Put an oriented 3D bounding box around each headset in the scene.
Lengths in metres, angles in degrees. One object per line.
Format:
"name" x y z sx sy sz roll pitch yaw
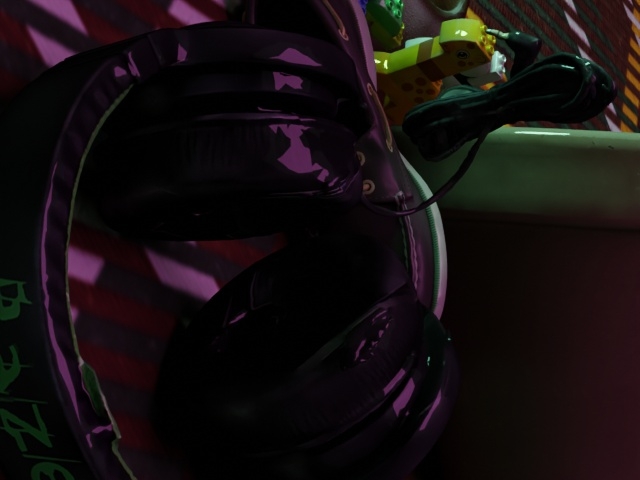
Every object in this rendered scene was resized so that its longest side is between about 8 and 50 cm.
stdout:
"headset" 0.000 0.000 0.895 0.394 0.185 0.243 -39 112 -55

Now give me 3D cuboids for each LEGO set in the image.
"LEGO set" 0.057 -0.145 1.230 0.227 0.093 0.087 42 43 -39

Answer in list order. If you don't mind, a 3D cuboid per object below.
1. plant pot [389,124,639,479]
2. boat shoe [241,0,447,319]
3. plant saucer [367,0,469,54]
"plant pot" 0.153 0.046 1.227 0.263 0.263 0.229 0 94 -69
"boat shoe" 0.007 -0.048 1.104 0.068 0.081 0.228 12 57 -64
"plant saucer" 0.042 -0.264 1.386 0.310 0.050 0.311 51 30 -45
